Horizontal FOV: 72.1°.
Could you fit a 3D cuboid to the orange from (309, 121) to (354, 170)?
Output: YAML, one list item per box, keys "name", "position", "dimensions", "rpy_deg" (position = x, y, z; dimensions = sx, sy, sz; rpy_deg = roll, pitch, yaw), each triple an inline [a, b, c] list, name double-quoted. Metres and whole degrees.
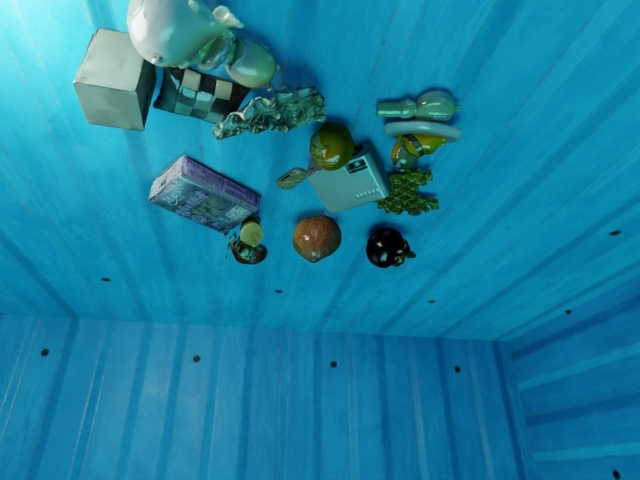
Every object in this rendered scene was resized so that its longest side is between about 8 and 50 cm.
- name: "orange"
  position: [0.038, -0.307, 1.447]
  dimensions: [0.157, 0.156, 0.134]
  rpy_deg: [-12, 179, 19]

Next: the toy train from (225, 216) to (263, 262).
- name: "toy train"
  position: [-0.317, -0.016, 1.838]
  dimensions: [0.127, 0.189, 0.307]
  rpy_deg: [17, -175, -12]

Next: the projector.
- name: "projector"
  position: [0.103, -0.227, 1.591]
  dimensions: [0.251, 0.108, 0.198]
  rpy_deg: [-15, 129, 27]

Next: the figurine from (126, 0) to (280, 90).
- name: "figurine"
  position: [-0.247, -0.481, 1.073]
  dimensions: [0.275, 0.226, 0.394]
  rpy_deg: [9, 175, 46]

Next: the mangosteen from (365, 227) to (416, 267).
- name: "mangosteen"
  position: [0.323, 0.046, 2.023]
  dimensions: [0.231, 0.194, 0.194]
  rpy_deg: [27, 151, 9]

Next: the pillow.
- name: "pillow"
  position: [-0.345, -0.419, 1.283]
  dimensions: [0.250, 0.106, 0.186]
  rpy_deg: [10, 149, -27]

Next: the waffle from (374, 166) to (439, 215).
- name: "waffle"
  position: [0.330, -0.191, 1.742]
  dimensions: [0.260, 0.069, 0.293]
  rpy_deg: [-5, 151, 16]

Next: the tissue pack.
- name: "tissue pack"
  position: [-0.452, -0.166, 1.731]
  dimensions: [0.361, 0.122, 0.259]
  rpy_deg: [27, 139, -36]

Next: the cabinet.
- name: "cabinet"
  position: [-0.535, -0.425, 1.166]
  dimensions: [0.150, 0.206, 0.145]
  rpy_deg: [6, 151, -10]

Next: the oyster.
- name: "oyster"
  position: [-0.129, -0.363, 1.263]
  dimensions: [0.351, 0.114, 0.238]
  rpy_deg: [-16, -168, -32]

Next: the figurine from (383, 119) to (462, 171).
- name: "figurine"
  position: [0.321, -0.293, 1.414]
  dimensions: [0.250, 0.141, 0.166]
  rpy_deg: [6, 175, 14]

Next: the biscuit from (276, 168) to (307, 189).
- name: "biscuit"
  position: [-0.111, -0.236, 1.704]
  dimensions: [0.071, 0.018, 0.147]
  rpy_deg: [22, 143, -38]

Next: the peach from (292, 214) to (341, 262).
- name: "peach"
  position: [-0.019, 0.003, 1.925]
  dimensions: [0.233, 0.232, 0.232]
  rpy_deg: [0, 151, 0]

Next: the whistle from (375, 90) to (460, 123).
- name: "whistle"
  position: [0.302, -0.403, 1.358]
  dimensions: [0.258, 0.067, 0.126]
  rpy_deg: [1, 155, 3]

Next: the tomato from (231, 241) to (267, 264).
- name: "tomato"
  position: [-0.356, 0.072, 2.191]
  dimensions: [0.174, 0.082, 0.166]
  rpy_deg: [0, 150, 4]
